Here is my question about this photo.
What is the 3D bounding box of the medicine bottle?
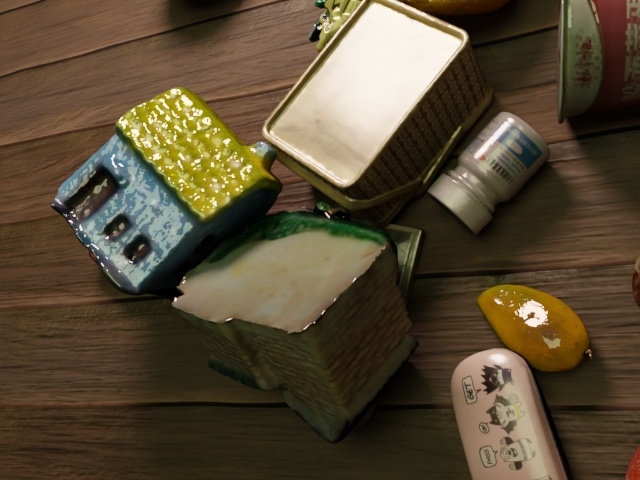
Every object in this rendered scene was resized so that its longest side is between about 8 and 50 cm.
[{"bbox_3d":[0.252,-0.101,1.078,0.168,0.105,0.105,-48,58,5],"label":"medicine bottle"}]

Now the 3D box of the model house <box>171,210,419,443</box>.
[{"bbox_3d":[-0.021,0.138,1.054,0.298,0.284,0.243,11,42,45],"label":"model house"}]

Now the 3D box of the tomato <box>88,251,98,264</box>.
[{"bbox_3d":[-0.345,-0.030,1.365,0.228,0.101,0.227,2,93,32],"label":"tomato"}]

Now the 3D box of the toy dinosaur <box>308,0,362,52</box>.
[{"bbox_3d":[0.079,-0.450,1.303,0.259,0.094,0.153,-34,60,4],"label":"toy dinosaur"}]

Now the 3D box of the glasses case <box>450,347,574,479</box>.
[{"bbox_3d":[0.259,0.296,0.942,0.122,0.075,0.314,-28,65,34],"label":"glasses case"}]

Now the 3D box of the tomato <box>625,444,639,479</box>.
[{"bbox_3d":[0.460,0.307,0.757,0.270,0.227,0.270,-11,46,12],"label":"tomato"}]

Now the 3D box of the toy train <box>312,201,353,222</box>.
[{"bbox_3d":[0.000,0.000,1.156,0.087,0.050,0.138,37,116,22],"label":"toy train"}]

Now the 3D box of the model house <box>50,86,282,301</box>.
[{"bbox_3d":[-0.220,-0.079,1.146,0.303,0.215,0.237,-44,74,5],"label":"model house"}]

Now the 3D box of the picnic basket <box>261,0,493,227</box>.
[{"bbox_3d":[0.091,-0.200,1.158,0.228,0.175,0.313,38,88,34],"label":"picnic basket"}]

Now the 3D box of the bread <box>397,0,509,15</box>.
[{"bbox_3d":[0.208,-0.454,1.162,0.240,0.240,0.139,38,135,32],"label":"bread"}]

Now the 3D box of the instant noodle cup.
[{"bbox_3d":[0.420,-0.282,0.993,0.179,0.235,0.234,0,73,18],"label":"instant noodle cup"}]

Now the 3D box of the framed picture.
[{"bbox_3d":[0.034,0.049,1.188,0.260,0.023,0.189,11,81,29],"label":"framed picture"}]

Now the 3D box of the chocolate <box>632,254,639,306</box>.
[{"bbox_3d":[0.531,-0.026,0.846,0.340,0.210,0.225,-37,58,11],"label":"chocolate"}]

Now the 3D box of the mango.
[{"bbox_3d":[0.297,0.118,1.005,0.101,0.066,0.187,-52,50,2],"label":"mango"}]
